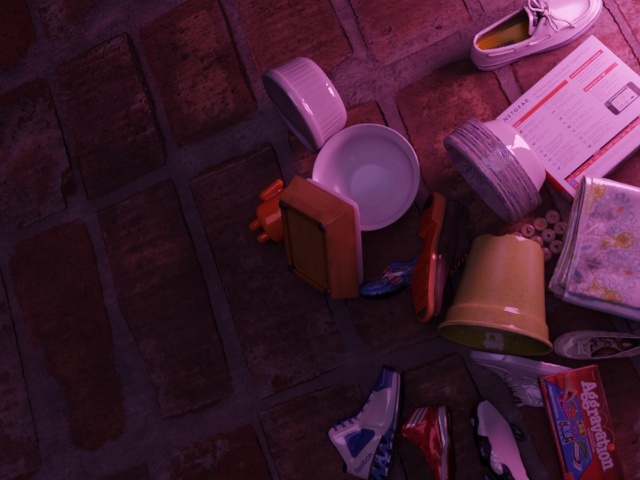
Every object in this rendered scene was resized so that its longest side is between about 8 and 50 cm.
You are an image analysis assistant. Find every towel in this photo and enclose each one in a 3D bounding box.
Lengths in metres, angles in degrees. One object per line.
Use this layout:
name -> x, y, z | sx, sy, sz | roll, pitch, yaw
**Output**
towel -> 0.770, 0.035, 1.632 | 0.374, 0.090, 0.320 | 16, 87, 1

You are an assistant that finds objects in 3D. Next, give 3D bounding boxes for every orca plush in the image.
orca plush -> 0.453, 0.547, 1.691 | 0.151, 0.102, 0.287 | -34, 81, -39

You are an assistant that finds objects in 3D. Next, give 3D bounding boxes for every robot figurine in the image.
robot figurine -> -0.094, -0.077, 1.909 | 0.219, 0.128, 0.158 | -33, 59, 9

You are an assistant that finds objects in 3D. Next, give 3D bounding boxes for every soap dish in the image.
soap dish -> 0.000, 0.000, 1.767 | 0.118, 0.291, 0.229 | -30, 42, -30

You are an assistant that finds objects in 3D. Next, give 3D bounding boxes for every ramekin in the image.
ramekin -> -0.038, -0.387, 1.883 | 0.127, 0.273, 0.273 | -36, 73, -7

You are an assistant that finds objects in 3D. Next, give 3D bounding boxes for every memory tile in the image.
memory tile -> 0.584, -0.003, 1.769 | 0.148, 0.012, 0.113 | -32, 74, 8

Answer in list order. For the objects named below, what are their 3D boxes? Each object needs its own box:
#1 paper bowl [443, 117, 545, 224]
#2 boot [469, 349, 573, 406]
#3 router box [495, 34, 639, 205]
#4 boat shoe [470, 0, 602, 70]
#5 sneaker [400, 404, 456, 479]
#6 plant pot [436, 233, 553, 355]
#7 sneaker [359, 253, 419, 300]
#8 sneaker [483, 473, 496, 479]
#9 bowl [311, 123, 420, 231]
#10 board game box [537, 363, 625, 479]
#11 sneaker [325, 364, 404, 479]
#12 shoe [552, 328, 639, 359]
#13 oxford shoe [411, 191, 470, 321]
paper bowl -> 0.451, -0.189, 1.695 | 0.148, 0.284, 0.284 | -38, 73, 6
boot -> 0.497, 0.355, 1.684 | 0.258, 0.095, 0.123 | 11, 84, 11
router box -> 0.686, -0.314, 1.758 | 0.335, 0.082, 0.301 | -41, 73, 5
boat shoe -> 0.574, -0.586, 1.797 | 0.367, 0.156, 0.136 | -19, 76, 12
sneaker -> 0.276, 0.538, 1.735 | 0.128, 0.087, 0.221 | -6, 67, 23
plant pot -> 0.448, 0.128, 1.672 | 0.276, 0.276, 0.254 | 9, 72, 17
sneaker -> 0.197, 0.102, 1.830 | 0.221, 0.083, 0.087 | -18, 69, 3
sneaker -> 0.436, 0.626, 1.688 | 0.031, 0.035, 0.083 | -31, 74, 8
bowl -> 0.133, -0.160, 1.856 | 0.298, 0.134, 0.298 | -3, 80, 14
board game box -> 0.631, 0.454, 1.627 | 0.145, 0.027, 0.281 | -14, 89, 0
sneaker -> 0.112, 0.478, 1.755 | 0.182, 0.127, 0.315 | 9, 85, 14
shoe -> 0.691, 0.257, 1.670 | 0.219, 0.058, 0.076 | -5, 79, 14
oxford shoe -> 0.322, 0.046, 1.736 | 0.133, 0.130, 0.363 | 17, 66, -9
